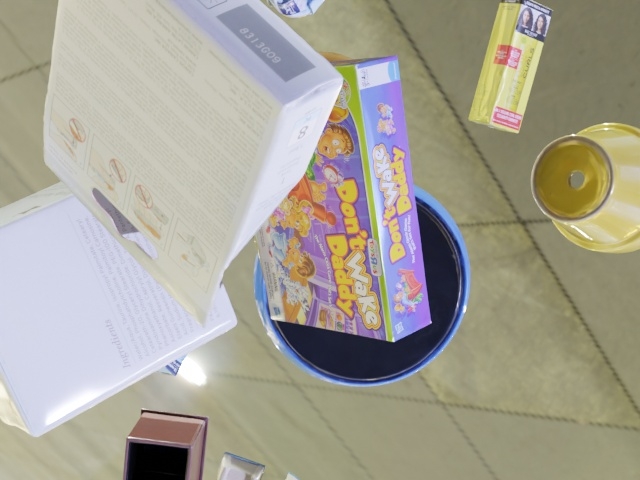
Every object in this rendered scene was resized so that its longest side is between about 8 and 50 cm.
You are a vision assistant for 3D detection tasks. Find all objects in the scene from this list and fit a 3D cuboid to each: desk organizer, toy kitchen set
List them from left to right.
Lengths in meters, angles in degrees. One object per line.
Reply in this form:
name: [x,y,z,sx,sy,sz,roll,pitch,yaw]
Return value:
desk organizer: [-0.107,0.183,0.659,0.047,0.130,0.050,7,-170,2]
toy kitchen set: [-0.132,0.513,1.874,0.166,0.207,0.122,19,-169,-1]

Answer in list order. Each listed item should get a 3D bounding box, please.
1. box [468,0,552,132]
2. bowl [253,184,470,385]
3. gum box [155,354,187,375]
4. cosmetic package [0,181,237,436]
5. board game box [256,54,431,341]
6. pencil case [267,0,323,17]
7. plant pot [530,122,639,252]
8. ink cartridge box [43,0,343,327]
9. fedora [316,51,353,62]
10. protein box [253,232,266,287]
box: [0.344,-0.318,1.811,0.087,0.232,0.058,13,-174,-38]
bowl: [0.076,0.074,1.773,0.391,0.391,0.077,42,-178,-6]
gum box: [-0.308,0.174,1.993,0.157,0.184,0.041,2,147,42]
cosmetic package: [-0.424,0.080,1.704,0.329,0.394,0.327,0,114,57]
board game box: [0.012,-0.057,1.305,0.233,0.078,0.347,5,109,46]
pencil case: [-0.107,-0.340,1.085,0.273,0.113,0.124,31,176,22]
plant pot: [0.526,-0.105,1.901,0.254,0.254,0.239,15,-173,36]
ink cartridge box: [-0.160,-0.124,1.072,0.308,0.091,0.385,44,142,15]
fedora: [0.016,-0.213,1.612,0.194,0.194,0.079,39,145,1]
protein box: [0.000,0.000,1.558,0.136,0.200,0.201,105,152,-85]
